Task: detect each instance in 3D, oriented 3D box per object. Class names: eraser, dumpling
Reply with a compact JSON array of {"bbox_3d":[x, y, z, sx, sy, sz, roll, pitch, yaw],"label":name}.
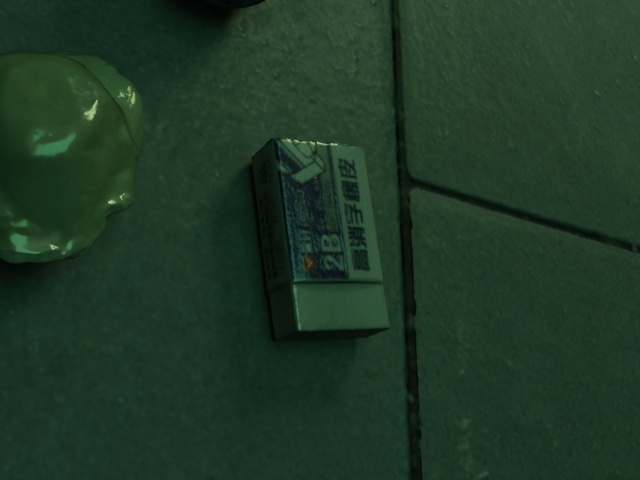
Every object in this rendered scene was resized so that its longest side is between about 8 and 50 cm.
[{"bbox_3d":[0.000,0.000,0.872,0.124,0.068,0.210,3,72,-34],"label":"eraser"},{"bbox_3d":[-0.237,-0.084,0.708,0.162,0.132,0.250,10,51,-21],"label":"dumpling"}]

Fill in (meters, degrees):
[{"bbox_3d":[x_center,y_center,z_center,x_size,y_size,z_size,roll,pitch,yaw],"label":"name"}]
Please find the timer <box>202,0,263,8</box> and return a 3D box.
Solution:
[{"bbox_3d":[-0.082,-0.337,0.841,0.175,0.255,0.175,-1,92,-21],"label":"timer"}]
